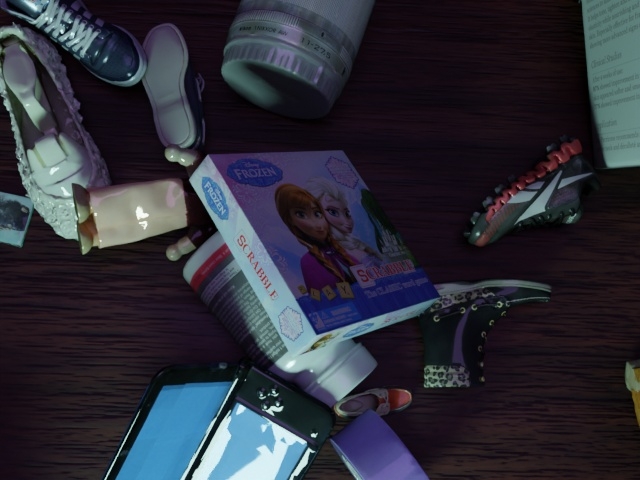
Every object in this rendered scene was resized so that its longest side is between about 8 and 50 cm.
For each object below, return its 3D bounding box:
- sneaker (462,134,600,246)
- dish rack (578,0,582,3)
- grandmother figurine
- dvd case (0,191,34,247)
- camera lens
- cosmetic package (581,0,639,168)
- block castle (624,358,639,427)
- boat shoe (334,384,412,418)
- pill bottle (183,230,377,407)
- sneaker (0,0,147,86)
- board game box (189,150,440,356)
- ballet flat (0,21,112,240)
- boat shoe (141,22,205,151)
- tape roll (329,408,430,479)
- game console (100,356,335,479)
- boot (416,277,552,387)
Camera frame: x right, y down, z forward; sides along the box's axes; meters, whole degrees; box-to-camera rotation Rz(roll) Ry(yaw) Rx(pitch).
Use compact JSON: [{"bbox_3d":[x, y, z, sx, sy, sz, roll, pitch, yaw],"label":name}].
[{"bbox_3d":[0.379,-0.062,1.346,0.276,0.097,0.135,-37,80,-12],"label":"sneaker"},{"bbox_3d":[0.614,-0.513,1.483,0.208,0.074,0.271,23,78,2],"label":"dish rack"},{"bbox_3d":[-0.229,-0.068,1.275,0.342,0.208,0.104,-9,44,-21],"label":"grandmother figurine"},{"bbox_3d":[-0.559,-0.042,1.316,0.119,0.013,0.087,13,77,0],"label":"dvd case"},{"bbox_3d":[-0.033,-0.377,1.325,0.219,0.219,0.274,19,77,0],"label":"camera lens"},{"bbox_3d":[0.658,-0.330,1.266,0.327,0.329,0.394,-6,95,-5],"label":"cosmetic package"},{"bbox_3d":[0.656,0.371,1.167,0.213,0.303,0.453,-9,78,0],"label":"block castle"},{"bbox_3d":[0.090,0.269,1.278,0.137,0.043,0.049,-6,76,-7],"label":"boat shoe"},{"bbox_3d":[-0.058,0.118,1.233,0.176,0.176,0.318,-39,82,-11],"label":"pill bottle"},{"bbox_3d":[-0.429,-0.369,1.306,0.282,0.153,0.099,41,99,15],"label":"sneaker"},{"bbox_3d":[0.000,0.000,1.198,0.318,0.066,0.318,-10,62,-50],"label":"board game box"},{"bbox_3d":[-0.467,-0.185,1.296,0.147,0.147,0.409,-24,81,-9],"label":"ballet flat"},{"bbox_3d":[-0.251,-0.262,1.353,0.095,0.079,0.254,-21,70,8],"label":"boat shoe"},{"bbox_3d":[0.101,0.359,1.184,0.080,0.189,0.189,-34,82,-11],"label":"tape roll"},{"bbox_3d":[-0.157,0.334,1.122,0.250,0.173,0.293,30,106,5],"label":"game console"},{"bbox_3d":[0.276,0.156,1.298,0.236,0.085,0.179,-3,80,1],"label":"boot"}]
